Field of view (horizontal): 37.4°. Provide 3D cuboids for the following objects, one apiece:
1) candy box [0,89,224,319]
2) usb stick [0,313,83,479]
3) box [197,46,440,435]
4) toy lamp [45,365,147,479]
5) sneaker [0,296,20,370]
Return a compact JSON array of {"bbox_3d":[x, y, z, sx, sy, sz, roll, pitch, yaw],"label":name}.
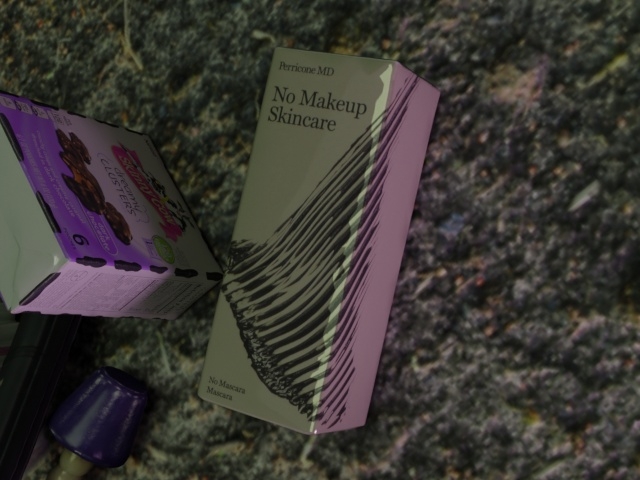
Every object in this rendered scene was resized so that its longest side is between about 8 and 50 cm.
[{"bbox_3d":[-0.188,-0.023,0.763,0.070,0.196,0.164,-39,69,19],"label":"candy box"},{"bbox_3d":[-0.265,0.159,0.799,0.077,0.045,0.278,-19,47,44],"label":"usb stick"},{"bbox_3d":[0.000,0.000,0.722,0.113,0.094,0.275,11,90,28],"label":"box"},{"bbox_3d":[-0.241,0.235,0.817,0.080,0.080,0.274,32,90,26],"label":"toy lamp"},{"bbox_3d":[-0.342,0.096,0.896,0.105,0.095,0.236,-32,66,28],"label":"sneaker"}]
